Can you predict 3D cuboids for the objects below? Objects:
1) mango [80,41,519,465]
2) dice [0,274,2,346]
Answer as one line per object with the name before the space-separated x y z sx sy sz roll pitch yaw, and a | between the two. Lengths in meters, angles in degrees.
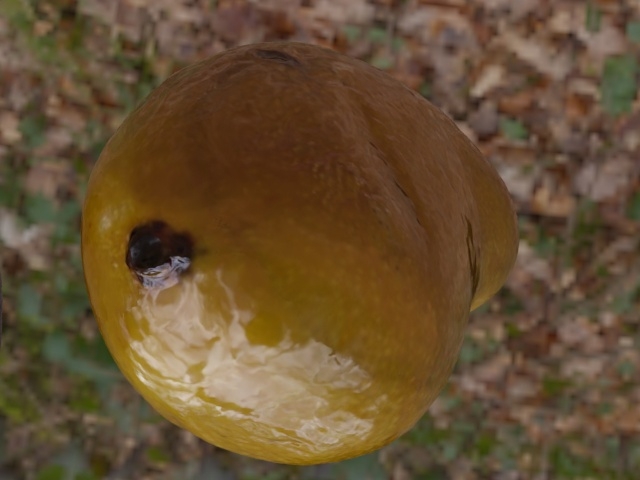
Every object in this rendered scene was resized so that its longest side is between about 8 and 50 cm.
mango | -0.004 0.003 0.715 0.109 0.157 0.262 -37 171 21
dice | -0.330 0.076 1.300 0.182 0.181 0.183 16 149 -28
